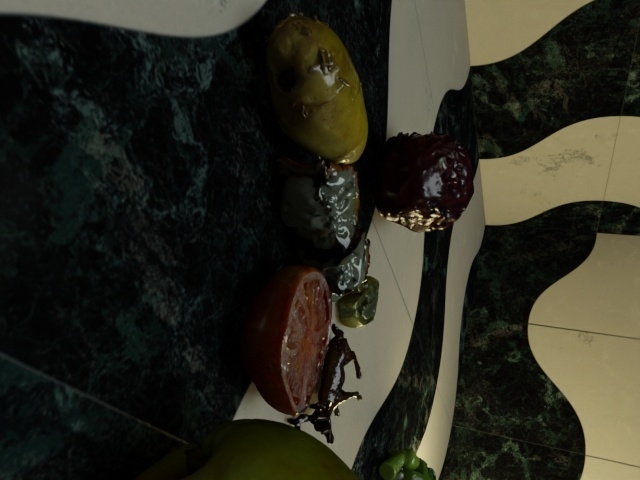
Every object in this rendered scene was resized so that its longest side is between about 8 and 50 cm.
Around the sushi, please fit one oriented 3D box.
[{"bbox_3d":[0.013,-0.013,0.942,0.130,0.124,0.333,-41,130,-41],"label":"sushi"}]

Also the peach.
[{"bbox_3d":[-0.066,0.358,0.603,0.316,0.281,0.314,51,10,10],"label":"peach"}]

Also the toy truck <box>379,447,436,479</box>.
[{"bbox_3d":[0.265,0.746,1.694,0.187,0.148,0.211,-32,99,-59],"label":"toy truck"}]

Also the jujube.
[{"bbox_3d":[0.258,-0.148,1.355,0.376,0.258,0.259,-9,103,-53],"label":"jujube"}]

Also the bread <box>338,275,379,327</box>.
[{"bbox_3d":[0.091,0.142,1.240,0.156,0.064,0.118,-20,112,-66],"label":"bread"}]

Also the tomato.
[{"bbox_3d":[-0.057,0.156,0.869,0.236,0.094,0.237,3,90,-70],"label":"tomato"}]

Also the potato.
[{"bbox_3d":[-0.001,-0.227,0.856,0.300,0.140,0.173,51,36,-65],"label":"potato"}]

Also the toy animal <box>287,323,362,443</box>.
[{"bbox_3d":[0.016,0.306,1.115,0.260,0.087,0.244,45,41,-59],"label":"toy animal"}]
